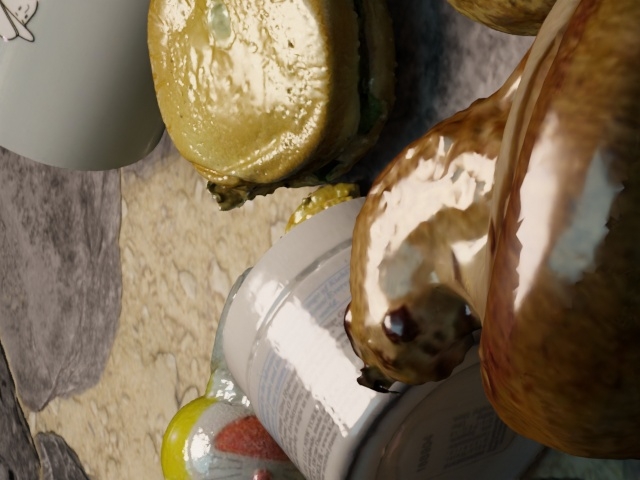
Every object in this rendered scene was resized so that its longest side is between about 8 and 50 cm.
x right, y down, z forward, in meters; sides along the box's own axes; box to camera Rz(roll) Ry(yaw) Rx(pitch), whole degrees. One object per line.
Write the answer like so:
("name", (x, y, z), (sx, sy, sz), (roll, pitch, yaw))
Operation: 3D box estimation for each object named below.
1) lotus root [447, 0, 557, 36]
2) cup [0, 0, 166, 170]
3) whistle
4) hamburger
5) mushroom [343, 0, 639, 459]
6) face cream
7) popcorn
("lotus root", (0.121, -0.188, 0.882), (0.214, 0.138, 0.138), (-165, 74, -68))
("cup", (-0.173, -0.233, 1.205), (0.205, 0.205, 0.312), (58, 135, 32))
("whistle", (-0.056, 0.131, 1.171), (0.123, 0.123, 0.223), (8, 85, 53))
("hamburger", (-0.024, -0.135, 1.087), (0.215, 0.122, 0.189), (-38, 70, 44))
("mushroom", (0.141, -0.033, 0.721), (0.259, 0.345, 0.345), (16, 111, 14))
("face cream", (0.048, 0.084, 0.960), (0.153, 0.177, 0.177), (48, 130, 40))
("popcorn", (0.000, 0.000, 1.101), (0.084, 0.084, 0.084), (8, 100, 53))
